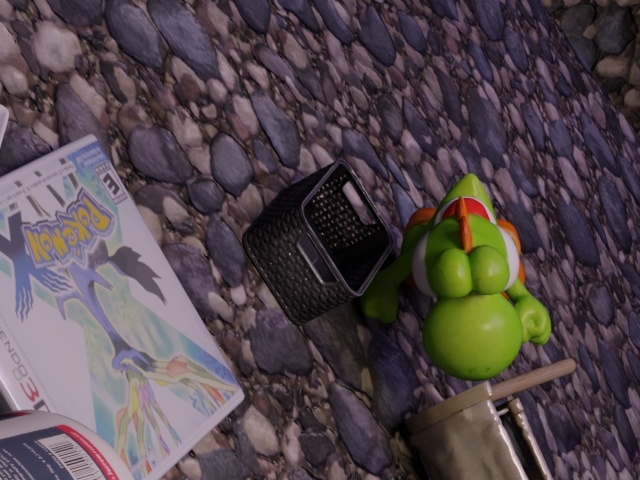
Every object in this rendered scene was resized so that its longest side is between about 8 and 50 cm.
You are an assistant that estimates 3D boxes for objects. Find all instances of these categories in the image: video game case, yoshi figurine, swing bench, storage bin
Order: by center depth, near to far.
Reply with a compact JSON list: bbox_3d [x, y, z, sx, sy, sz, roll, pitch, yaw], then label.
[{"bbox_3d":[-0.211,0.075,1.574,0.300,0.036,0.329,60,25,-5],"label":"video game case"},{"bbox_3d":[0.000,0.000,1.990,0.122,0.084,0.180,57,25,-10],"label":"storage bin"},{"bbox_3d":[0.228,0.291,2.049,0.254,0.165,0.253,-7,72,-58],"label":"swing bench"},{"bbox_3d":[0.164,0.065,2.058,0.203,0.203,0.362,49,6,-2],"label":"yoshi figurine"}]

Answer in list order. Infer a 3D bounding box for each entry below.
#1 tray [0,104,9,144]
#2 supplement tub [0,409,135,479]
[{"bbox_3d":[-0.339,-0.039,1.406,0.145,0.030,0.270,20,40,-15],"label":"tray"},{"bbox_3d":[-0.253,0.221,1.169,0.272,0.191,0.191,-6,71,-63],"label":"supplement tub"}]
